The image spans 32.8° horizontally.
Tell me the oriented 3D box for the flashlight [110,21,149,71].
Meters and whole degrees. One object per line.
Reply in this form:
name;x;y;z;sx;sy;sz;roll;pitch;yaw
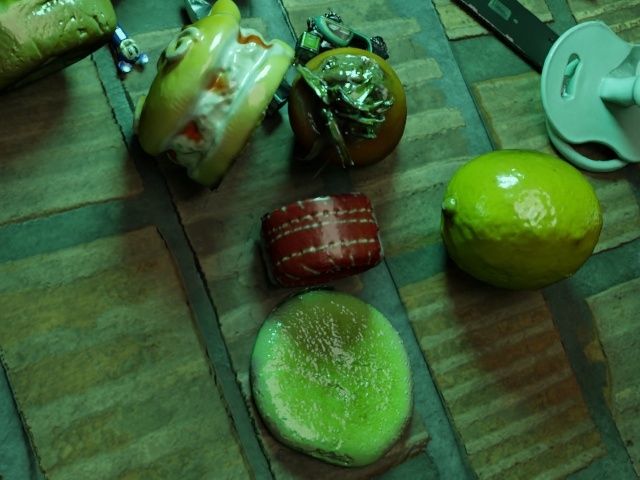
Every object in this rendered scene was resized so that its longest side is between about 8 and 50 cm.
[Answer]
flashlight;-0.328;-0.333;1.764;0.057;0.035;0.121;-32;89;-31

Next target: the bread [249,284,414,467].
bread;0.029;0.215;1.751;0.301;0.045;0.302;10;67;-25

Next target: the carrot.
carrot;0.040;-0.214;1.777;0.214;0.331;0.193;-22;90;1

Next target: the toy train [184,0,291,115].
toy train;-0.151;-0.321;1.849;0.252;0.048;0.055;47;48;1

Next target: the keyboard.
keyboard;0.353;-0.461;2.171;0.317;0.027;0.106;37;63;-11

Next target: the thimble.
thimble;0.007;-0.002;1.745;0.189;0.163;0.125;-10;80;-23

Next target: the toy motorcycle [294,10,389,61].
toy motorcycle;0.043;-0.345;1.951;0.173;0.058;0.100;20;71;-19

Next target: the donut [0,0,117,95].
donut;-0.429;-0.307;1.606;0.261;0.208;0.128;-31;98;-24

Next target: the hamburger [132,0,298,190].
hamburger;-0.165;-0.244;1.691;0.186;0.261;0.303;34;59;-8

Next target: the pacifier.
pacifier;0.593;-0.270;2.096;0.343;0.269;0.288;12;92;-20

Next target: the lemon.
lemon;0.348;-0.036;1.886;0.284;0.260;0.261;20;62;-45
